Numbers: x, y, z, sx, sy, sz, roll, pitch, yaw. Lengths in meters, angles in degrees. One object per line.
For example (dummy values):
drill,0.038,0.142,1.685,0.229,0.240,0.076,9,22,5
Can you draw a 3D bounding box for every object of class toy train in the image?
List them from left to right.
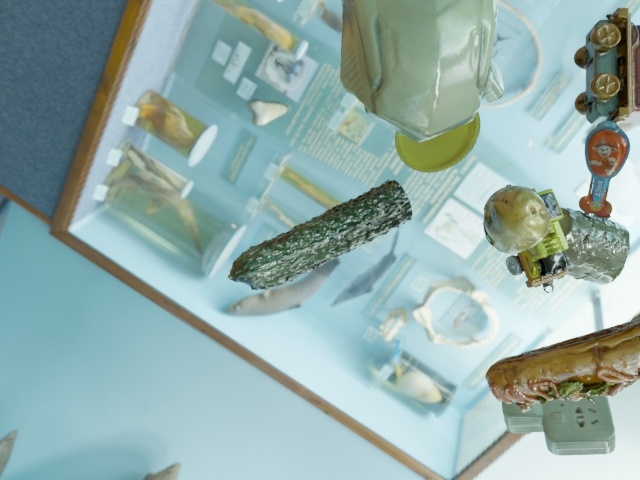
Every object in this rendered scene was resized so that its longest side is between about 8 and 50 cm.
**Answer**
toy train,0.398,-0.009,1.159,0.089,0.219,0.127,-17,173,-15
toy train,0.860,-0.462,1.779,0.163,0.232,0.369,82,11,-82

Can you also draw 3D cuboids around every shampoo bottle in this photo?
shampoo bottle,0.408,-0.522,1.736,0.071,0.284,0.153,-27,-136,34

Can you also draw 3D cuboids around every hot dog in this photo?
hot dog,0.478,0.236,1.139,0.349,0.117,0.158,-23,159,24

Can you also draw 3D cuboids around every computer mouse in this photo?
computer mouse,0.141,-0.345,0.896,0.145,0.228,0.428,102,-14,-65

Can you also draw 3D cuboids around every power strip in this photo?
power strip,0.616,0.453,1.639,0.229,0.261,0.141,-80,154,-46

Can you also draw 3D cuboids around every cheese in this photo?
cheese,0.704,-0.174,1.561,0.037,0.106,0.256,-29,128,-42

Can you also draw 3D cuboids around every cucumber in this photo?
cucumber,0.000,0.000,1.129,0.359,0.096,0.096,-28,170,-17

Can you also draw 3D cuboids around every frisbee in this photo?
frisbee,0.310,-0.288,1.669,0.236,0.236,0.017,-57,147,0

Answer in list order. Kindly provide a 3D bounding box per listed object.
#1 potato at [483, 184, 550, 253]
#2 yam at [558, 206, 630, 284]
potato,0.307,-0.032,1.001,0.080,0.107,0.170,-33,177,-9
yam,0.783,0.004,1.902,0.201,0.271,0.202,110,-11,-49
